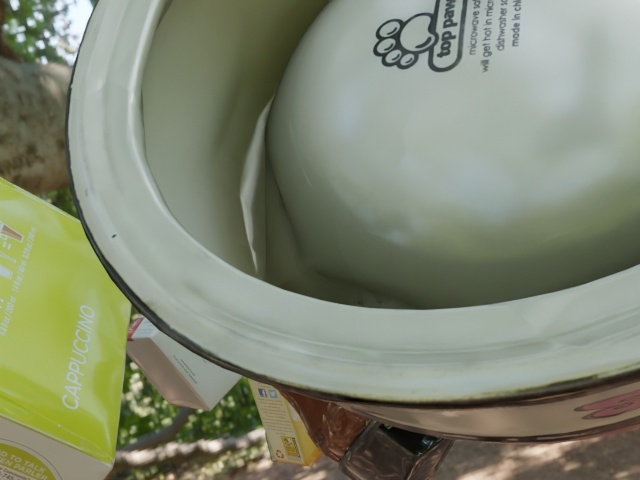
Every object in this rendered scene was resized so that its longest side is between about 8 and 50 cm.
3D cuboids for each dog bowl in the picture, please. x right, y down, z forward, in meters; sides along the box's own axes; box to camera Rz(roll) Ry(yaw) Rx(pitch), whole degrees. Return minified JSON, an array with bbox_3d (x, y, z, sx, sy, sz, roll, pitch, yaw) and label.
[{"bbox_3d":[0.089,-0.084,0.457,0.408,0.408,0.150,-21,-37,11],"label":"dog bowl"}]

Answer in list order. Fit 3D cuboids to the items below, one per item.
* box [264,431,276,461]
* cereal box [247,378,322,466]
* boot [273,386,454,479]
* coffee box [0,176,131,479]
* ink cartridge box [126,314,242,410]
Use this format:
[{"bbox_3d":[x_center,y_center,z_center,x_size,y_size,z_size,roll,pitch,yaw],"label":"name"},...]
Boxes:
[{"bbox_3d":[0.060,0.202,1.061,0.184,0.045,0.190,-3,-18,-36],"label":"box"},{"bbox_3d":[-0.009,0.053,0.828,0.047,0.240,0.173,0,25,38],"label":"cereal box"},{"bbox_3d":[0.000,0.000,0.618,0.096,0.280,0.264,-26,-35,-45],"label":"boot"},{"bbox_3d":[-0.408,0.131,0.882,0.334,0.338,0.338,-49,25,21],"label":"coffee box"},{"bbox_3d":[-0.149,0.115,1.218,0.176,0.127,0.128,-45,17,-28],"label":"ink cartridge box"}]
